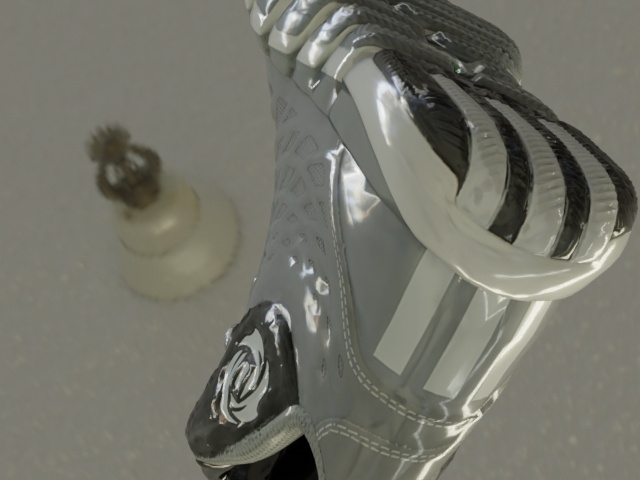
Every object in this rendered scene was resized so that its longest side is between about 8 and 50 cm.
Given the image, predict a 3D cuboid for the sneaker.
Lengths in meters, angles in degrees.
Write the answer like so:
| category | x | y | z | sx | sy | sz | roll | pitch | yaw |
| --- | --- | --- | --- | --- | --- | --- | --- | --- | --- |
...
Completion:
| category | x | y | z | sx | sy | sz | roll | pitch | yaw |
| --- | --- | --- | --- | --- | --- | --- | --- | --- | --- |
| sneaker | 0.000 | 0.000 | 0.485 | 0.086 | 0.228 | 0.132 | 23 | -74 | -13 |
